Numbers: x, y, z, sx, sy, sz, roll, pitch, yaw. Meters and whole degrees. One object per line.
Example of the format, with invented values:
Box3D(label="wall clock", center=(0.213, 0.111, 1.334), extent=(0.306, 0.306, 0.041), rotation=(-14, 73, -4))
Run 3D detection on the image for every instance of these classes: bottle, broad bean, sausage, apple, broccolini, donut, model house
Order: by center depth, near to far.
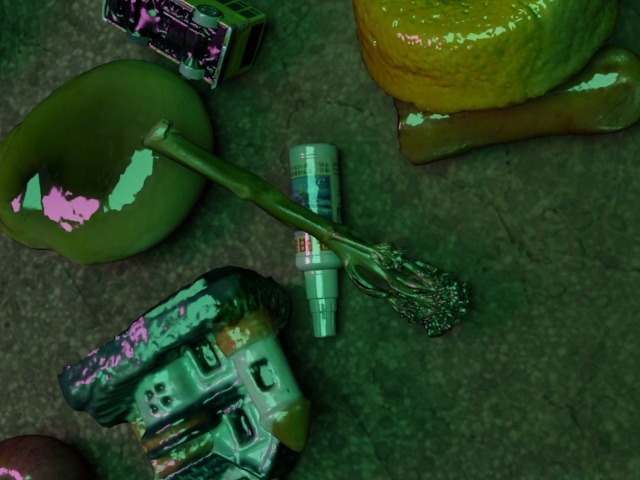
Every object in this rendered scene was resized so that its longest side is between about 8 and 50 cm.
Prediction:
Box3D(label="donut", center=(0.159, -0.274, 1.142), extent=(0.303, 0.110, 0.302), rotation=(-12, 55, 17))
Box3D(label="sausage", center=(0.210, -0.147, 1.182), extent=(0.271, 0.109, 0.108), rotation=(-7, 85, 19))
Box3D(label="broccolini", center=(-0.010, -0.020, 1.188), extent=(0.392, 0.078, 0.074), rotation=(29, 134, -8))
Box3D(label="model house", center=(-0.108, 0.205, 1.228), extent=(0.253, 0.184, 0.291), rotation=(-30, 83, 9))
Box3D(label="bottle", center=(0.000, 0.000, 1.262), extent=(0.060, 0.060, 0.217), rotation=(-6, 86, 17))
Box3D(label="broad bean", center=(-0.258, -0.086, 1.317), extent=(0.291, 0.119, 0.238), rotation=(-29, 70, 11))
Box3D(label="apple", center=(-0.340, 0.304, 1.318), extent=(0.154, 0.120, 0.153), rotation=(-3, 80, 18))

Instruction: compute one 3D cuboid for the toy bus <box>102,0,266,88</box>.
Box3D(label="toy bus", center=(-0.159, -0.259, 1.303), extent=(0.175, 0.101, 0.088), rotation=(33, 126, 17))
